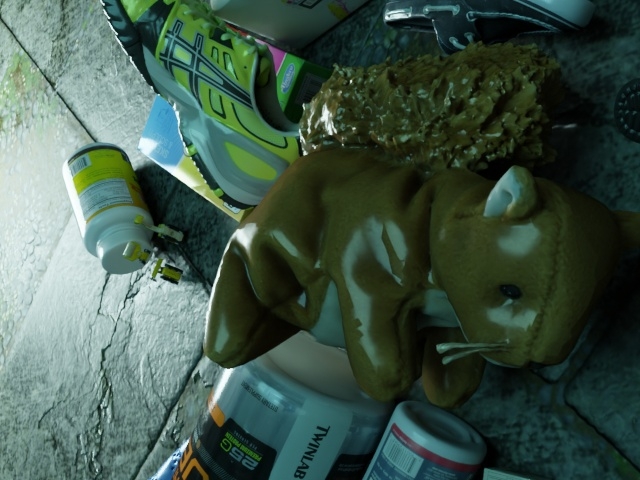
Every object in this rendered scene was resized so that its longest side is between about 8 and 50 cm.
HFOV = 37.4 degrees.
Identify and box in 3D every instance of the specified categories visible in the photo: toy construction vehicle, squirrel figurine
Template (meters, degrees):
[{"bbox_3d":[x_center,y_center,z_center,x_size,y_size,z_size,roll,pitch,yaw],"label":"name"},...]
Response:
[{"bbox_3d":[-0.254,0.014,1.465,0.035,0.098,0.086,-2,67,62],"label":"toy construction vehicle"},{"bbox_3d":[0.117,-0.034,0.925,0.370,0.281,0.397,-13,63,54],"label":"squirrel figurine"}]

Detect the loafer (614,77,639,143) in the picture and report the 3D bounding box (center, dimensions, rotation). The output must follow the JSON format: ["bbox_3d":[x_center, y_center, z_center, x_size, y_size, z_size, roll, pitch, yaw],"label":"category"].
[{"bbox_3d":[0.376,-0.111,0.832,0.220,0.078,0.080,21,121,31],"label":"loafer"}]

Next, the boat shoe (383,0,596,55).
[{"bbox_3d":[0.173,-0.253,1.059,0.301,0.108,0.102,30,103,48],"label":"boat shoe"}]

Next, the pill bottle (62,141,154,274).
[{"bbox_3d":[-0.343,-0.051,1.546,0.117,0.117,0.215,-48,51,28],"label":"pill bottle"}]

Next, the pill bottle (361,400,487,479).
[{"bbox_3d":[0.095,0.275,1.017,0.108,0.108,0.180,36,107,45],"label":"pill bottle"}]

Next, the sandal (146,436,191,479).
[{"bbox_3d":[-0.215,0.371,1.302,0.317,0.138,0.126,-53,46,22],"label":"sandal"}]

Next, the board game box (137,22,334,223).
[{"bbox_3d":[-0.135,-0.186,1.397,0.316,0.064,0.242,33,105,45],"label":"board game box"}]

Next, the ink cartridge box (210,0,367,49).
[{"bbox_3d":[-0.021,-0.397,1.249,0.232,0.168,0.171,-28,61,39],"label":"ink cartridge box"}]

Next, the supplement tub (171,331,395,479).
[{"bbox_3d":[-0.067,0.289,1.112,0.207,0.207,0.338,37,108,44],"label":"supplement tub"}]

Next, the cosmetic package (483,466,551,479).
[{"bbox_3d":[0.193,0.292,0.957,0.060,0.041,0.115,5,84,46],"label":"cosmetic package"}]

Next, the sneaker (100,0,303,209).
[{"bbox_3d":[-0.141,-0.234,1.209,0.147,0.145,0.385,-30,97,22],"label":"sneaker"}]
